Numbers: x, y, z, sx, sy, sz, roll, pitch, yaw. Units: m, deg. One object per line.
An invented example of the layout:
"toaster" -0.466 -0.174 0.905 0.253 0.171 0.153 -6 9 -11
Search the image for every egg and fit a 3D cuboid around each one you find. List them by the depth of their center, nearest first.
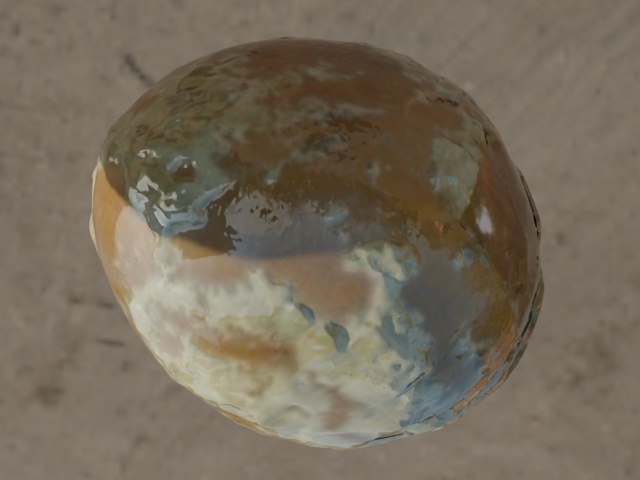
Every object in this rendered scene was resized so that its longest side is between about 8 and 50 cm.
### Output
"egg" 0.000 0.000 0.916 0.195 0.195 0.233 -17 139 41
